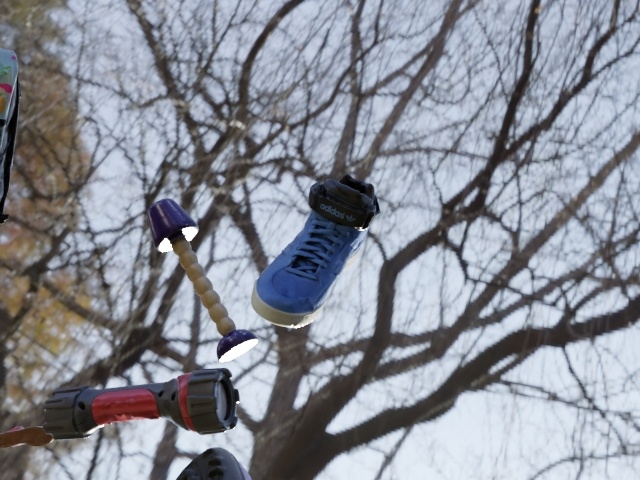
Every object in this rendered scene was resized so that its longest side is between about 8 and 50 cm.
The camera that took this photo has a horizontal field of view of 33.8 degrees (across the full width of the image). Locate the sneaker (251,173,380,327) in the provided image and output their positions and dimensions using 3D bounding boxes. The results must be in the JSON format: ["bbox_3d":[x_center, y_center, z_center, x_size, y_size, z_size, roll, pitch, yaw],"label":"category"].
[{"bbox_3d":[-0.001,0.000,0.790,0.058,0.152,0.084,26,-59,14],"label":"sneaker"}]

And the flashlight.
[{"bbox_3d":[-0.280,0.259,1.616,0.304,0.103,0.103,-9,-29,16],"label":"flashlight"}]

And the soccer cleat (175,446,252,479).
[{"bbox_3d":[-0.037,0.264,0.680,0.116,0.318,0.108,32,-75,-30],"label":"soccer cleat"}]

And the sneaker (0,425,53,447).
[{"bbox_3d":[-0.601,0.402,2.166,0.119,0.067,0.042,-5,-93,1],"label":"sneaker"}]

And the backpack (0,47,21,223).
[{"bbox_3d":[-0.524,-0.164,1.509,0.191,0.253,0.225,16,-9,-25],"label":"backpack"}]

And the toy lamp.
[{"bbox_3d":[-0.191,0.056,1.656,0.080,0.080,0.274,-42,-108,37],"label":"toy lamp"}]
